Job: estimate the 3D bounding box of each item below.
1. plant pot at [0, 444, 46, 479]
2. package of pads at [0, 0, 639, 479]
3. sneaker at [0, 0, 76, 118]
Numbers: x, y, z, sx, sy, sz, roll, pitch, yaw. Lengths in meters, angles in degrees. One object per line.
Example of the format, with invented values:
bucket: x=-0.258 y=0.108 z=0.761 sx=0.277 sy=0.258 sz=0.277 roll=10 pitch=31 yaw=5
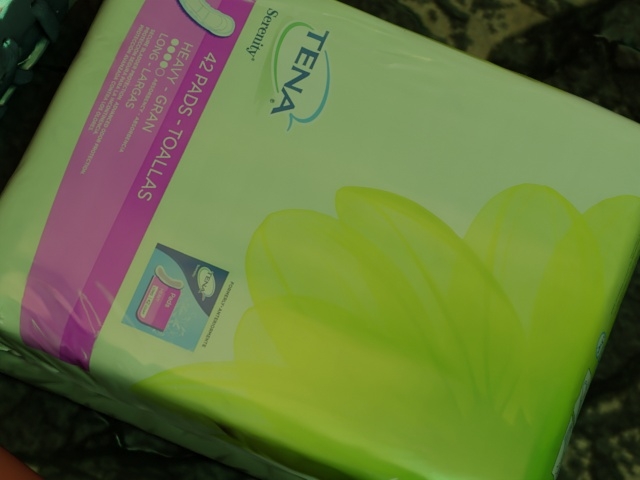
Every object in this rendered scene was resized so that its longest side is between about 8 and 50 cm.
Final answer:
plant pot: x=-0.125 y=0.233 z=0.785 sx=0.243 sy=0.275 sz=0.275 roll=29 pitch=68 yaw=-2
package of pads: x=0.000 y=0.000 z=0.966 sx=0.296 sy=0.101 sz=0.229 roll=23 pitch=69 yaw=4
sneaker: x=-0.190 y=-0.046 z=0.944 sx=0.319 sy=0.112 sz=0.131 roll=-42 pitch=75 yaw=1
